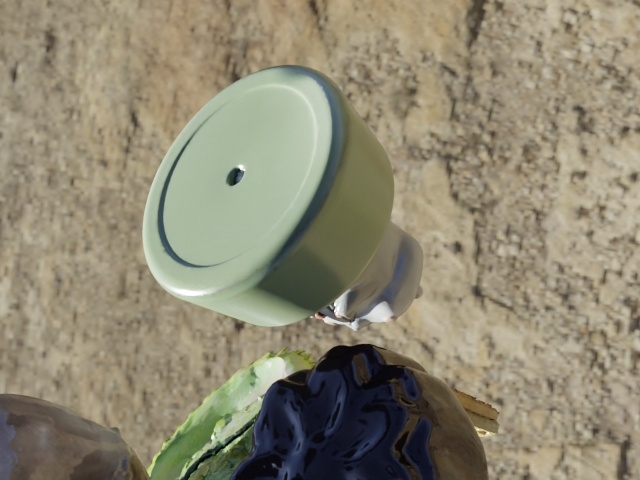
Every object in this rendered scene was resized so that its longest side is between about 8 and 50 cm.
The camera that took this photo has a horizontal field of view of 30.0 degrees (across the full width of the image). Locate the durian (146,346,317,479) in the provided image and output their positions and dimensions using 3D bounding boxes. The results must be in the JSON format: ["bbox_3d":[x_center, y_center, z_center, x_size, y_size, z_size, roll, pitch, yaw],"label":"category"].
[{"bbox_3d":[-0.124,0.265,1.593,0.352,0.169,0.158,-43,72,14],"label":"durian"}]

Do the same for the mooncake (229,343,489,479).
[{"bbox_3d":[0.029,0.246,1.226,0.283,0.141,0.283,-17,63,37],"label":"mooncake"}]

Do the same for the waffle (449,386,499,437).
[{"bbox_3d":[0.168,0.238,1.680,0.102,0.148,0.042,-23,48,53],"label":"waffle"}]

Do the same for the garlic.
[{"bbox_3d":[-0.369,0.272,1.248,0.340,0.246,0.231,-15,109,39],"label":"garlic"}]

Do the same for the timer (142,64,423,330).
[{"bbox_3d":[0.000,0.000,1.386,0.291,0.315,0.291,-24,48,29],"label":"timer"}]
